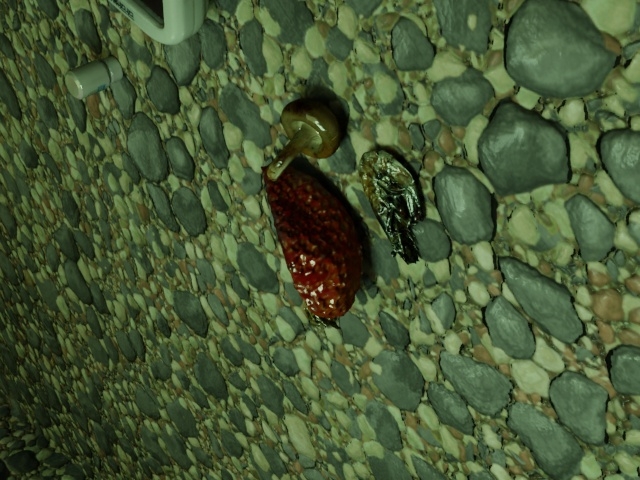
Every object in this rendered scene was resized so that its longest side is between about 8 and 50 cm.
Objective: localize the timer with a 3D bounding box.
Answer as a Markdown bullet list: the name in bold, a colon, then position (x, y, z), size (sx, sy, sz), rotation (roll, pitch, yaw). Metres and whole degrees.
- **timer**: position (-0.251, -0.405, 1.278), size (0.262, 0.087, 0.237), rotation (43, 155, 18)

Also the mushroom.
- **mushroom**: position (-0.027, -0.134, 1.253), size (0.088, 0.073, 0.129), rotation (41, 116, -11)

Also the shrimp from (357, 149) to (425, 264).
- **shrimp**: position (0.097, -0.041, 1.208), size (0.091, 0.034, 0.161), rotation (-7, 109, 54)

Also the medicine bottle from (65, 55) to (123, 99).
- **medicine bottle**: position (-0.385, -0.278, 1.608), size (0.052, 0.089, 0.052), rotation (33, 140, 33)

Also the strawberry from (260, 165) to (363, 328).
- **strawberry**: position (0.000, 0.001, 1.322), size (0.175, 0.106, 0.236), rotation (-102, -6, -72)
